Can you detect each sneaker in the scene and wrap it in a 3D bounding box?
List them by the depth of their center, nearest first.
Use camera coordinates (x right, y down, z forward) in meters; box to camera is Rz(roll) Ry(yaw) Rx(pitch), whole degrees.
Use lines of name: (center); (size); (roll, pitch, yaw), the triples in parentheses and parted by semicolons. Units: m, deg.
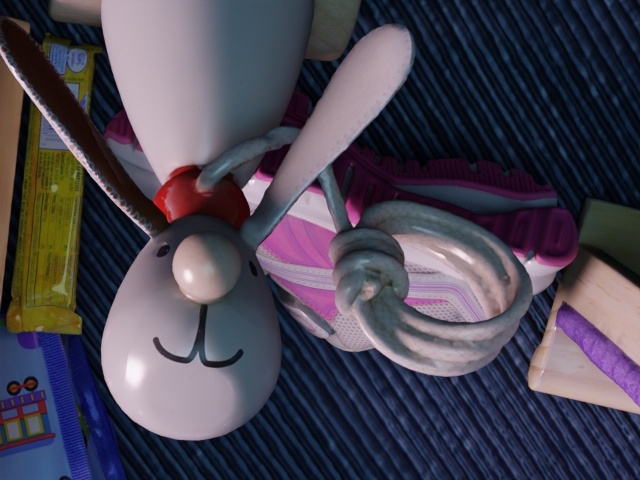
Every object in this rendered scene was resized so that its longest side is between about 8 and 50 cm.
sneaker: (0.000, 0.000, 0.822); (0.252, 0.103, 0.111); (21, 123, 4)

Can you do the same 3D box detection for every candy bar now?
candy bar: (-0.141, -0.030, 0.828); (0.040, 0.018, 0.161); (4, 87, 2)

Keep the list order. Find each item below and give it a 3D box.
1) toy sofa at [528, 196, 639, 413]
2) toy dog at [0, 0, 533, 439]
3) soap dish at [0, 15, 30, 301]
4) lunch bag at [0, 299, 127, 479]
toy sofa: (0.209, 0.101, 0.729); (0.150, 0.362, 0.177); (13, 99, -7)
toy dog: (-0.041, -0.091, 0.693); (0.220, 0.333, 0.161); (-12, 141, -22)
soap dish: (-0.269, 0.025, 0.762); (0.229, 0.118, 0.291); (5, 79, -5)
lunch bag: (-0.217, 0.172, 0.854); (0.221, 0.138, 0.293); (-15, 94, 3)
